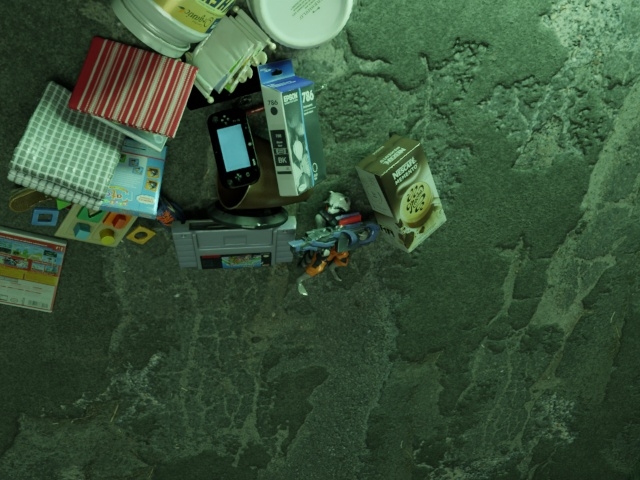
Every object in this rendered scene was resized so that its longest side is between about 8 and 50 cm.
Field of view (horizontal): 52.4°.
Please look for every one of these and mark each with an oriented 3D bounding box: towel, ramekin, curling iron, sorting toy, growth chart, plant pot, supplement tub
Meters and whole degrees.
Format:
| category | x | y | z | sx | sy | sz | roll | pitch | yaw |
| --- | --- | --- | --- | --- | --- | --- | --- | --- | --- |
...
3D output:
| category | x | y | z | sx | sy | sz | roll | pitch | yaw |
| --- | --- | --- | --- | --- | --- | --- | --- | --- | --- |
| towel | -0.613 | -0.240 | 1.610 | 0.235 | 0.283 | 0.121 | 19 | 145 | -20 |
| ramekin | -0.045 | -0.585 | 1.543 | 0.273 | 0.127 | 0.273 | -4 | 127 | -6 |
| towel | -0.457 | -0.373 | 1.586 | 0.275 | 0.031 | 0.199 | 17 | 80 | -1 |
| curling iron | -0.116 | -0.381 | 1.741 | 0.274 | 0.035 | 0.068 | -11 | 128 | -1 |
| sorting toy | -0.605 | -0.043 | 1.787 | 0.348 | 0.047 | 0.196 | 14 | 133 | -42 |
| growth chart | -0.232 | -0.450 | 1.589 | 0.237 | 0.021 | 0.172 | -37 | 83 | 21 |
| plant pot | -0.138 | -0.179 | 1.805 | 0.230 | 0.215 | 0.215 | 7 | 127 | -35 |
| supplement tub | -0.293 | -0.587 | 1.438 | 0.228 | 0.228 | 0.316 | 34 | 115 | -29 |

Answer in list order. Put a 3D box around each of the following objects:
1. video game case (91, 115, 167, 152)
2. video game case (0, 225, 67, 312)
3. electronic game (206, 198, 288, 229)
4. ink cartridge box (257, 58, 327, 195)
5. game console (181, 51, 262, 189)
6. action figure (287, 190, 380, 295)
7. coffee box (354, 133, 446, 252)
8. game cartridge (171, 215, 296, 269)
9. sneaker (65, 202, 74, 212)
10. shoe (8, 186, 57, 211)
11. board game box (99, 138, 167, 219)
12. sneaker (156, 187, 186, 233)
| category | x | y | z | sx | sy | sz | roll | pitch | yaw |
| --- | --- | --- | --- | --- | --- | --- | --- | --- | --- |
| video game case | -0.458 | -0.345 | 1.655 | 0.190 | 0.022 | 0.173 | 28 | 75 | -27 |
| video game case | -0.900 | 0.092 | 1.977 | 0.204 | 0.025 | 0.285 | 14 | 123 | -18 |
| electronic game | -0.205 | -0.077 | 1.835 | 0.229 | 0.229 | 0.048 | 3 | 112 | -11 |
| ink cartridge box | -0.067 | -0.295 | 1.672 | 0.065 | 0.165 | 0.332 | 1 | 112 | 31 |
| game console | -0.222 | -0.313 | 1.639 | 0.213 | 0.044 | 0.361 | -14 | 88 | 11 |
| action figure | 0.000 | 0.000 | 1.962 | 0.341 | 0.178 | 0.330 | -6 | 127 | -39 |
| coffee box | 0.238 | -0.135 | 1.893 | 0.168 | 0.119 | 0.297 | -40 | 129 | -16 |
| game cartridge | -0.254 | 0.011 | 1.948 | 0.355 | 0.068 | 0.230 | -3 | 148 | -7 |
| sneaker | -0.647 | -0.123 | 1.765 | 0.125 | 0.104 | 0.262 | -37 | 138 | -9 |
| shoe | -0.750 | -0.143 | 1.797 | 0.219 | 0.058 | 0.076 | -19 | 133 | -17 |
| board game box | -0.505 | -0.170 | 1.734 | 0.160 | 0.211 | 0.039 | 10 | 153 | -16 |
| sneaker | -0.465 | -0.088 | 1.872 | 0.083 | 0.087 | 0.221 | -27 | 126 | 12 |
